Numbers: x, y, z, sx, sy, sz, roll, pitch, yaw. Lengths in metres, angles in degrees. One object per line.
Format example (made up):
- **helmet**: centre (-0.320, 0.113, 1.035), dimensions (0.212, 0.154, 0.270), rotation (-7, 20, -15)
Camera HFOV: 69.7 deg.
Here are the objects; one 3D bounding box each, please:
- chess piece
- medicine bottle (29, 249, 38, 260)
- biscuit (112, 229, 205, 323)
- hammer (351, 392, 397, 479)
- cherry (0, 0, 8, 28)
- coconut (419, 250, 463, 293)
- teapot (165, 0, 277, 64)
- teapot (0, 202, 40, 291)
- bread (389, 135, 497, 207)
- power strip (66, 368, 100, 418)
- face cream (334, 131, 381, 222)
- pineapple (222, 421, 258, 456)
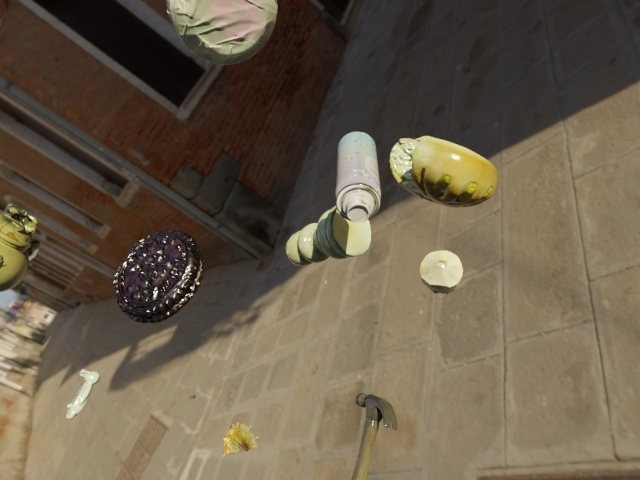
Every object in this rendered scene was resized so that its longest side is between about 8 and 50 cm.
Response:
- **chess piece**: centre (0.000, 0.000, 1.161), dimensions (0.243, 0.133, 0.133), rotation (-21, 39, 48)
- **medicine bottle**: centre (-0.744, 0.015, 1.129), dimensions (0.047, 0.083, 0.047), rotation (23, -90, -82)
- **biscuit**: centre (-0.314, 0.067, 0.894), dimensions (0.194, 0.053, 0.195), rotation (-9, 57, 14)
- **hammer**: centre (0.091, 0.606, 1.128), dimensions (0.168, 0.044, 0.441), rotation (-18, 52, 63)
- **cherry**: centre (-0.878, -0.554, 1.038), dimensions (0.236, 0.285, 0.213), rotation (139, 133, -61)
- **coconut**: centre (0.336, 0.088, 1.279), dimensions (0.116, 0.116, 0.122), rotation (-61, -22, -14)
- **teapot**: centre (-0.188, -0.404, 0.720), dimensions (0.163, 0.221, 0.178), rotation (-43, 51, 13)
- **teapot**: centre (-0.657, 0.004, 0.906), dimensions (0.183, 0.173, 0.269), rotation (-50, -9, -8)
- **bread**: centre (0.362, -0.190, 1.373), dimensions (0.160, 0.332, 0.333), rotation (-66, 21, 3)
- **power strip**: centre (-0.412, 0.261, 0.786), dimensions (0.055, 0.035, 0.083), rotation (-27, 34, 50)
- **face cream**: centre (0.062, -0.104, 0.769), dimensions (0.075, 0.075, 0.230), rotation (-43, 24, 29)
- **pineapple**: centre (-0.124, 0.303, 0.707), dimensions (0.019, 0.083, 0.045), rotation (-19, 64, 17)
